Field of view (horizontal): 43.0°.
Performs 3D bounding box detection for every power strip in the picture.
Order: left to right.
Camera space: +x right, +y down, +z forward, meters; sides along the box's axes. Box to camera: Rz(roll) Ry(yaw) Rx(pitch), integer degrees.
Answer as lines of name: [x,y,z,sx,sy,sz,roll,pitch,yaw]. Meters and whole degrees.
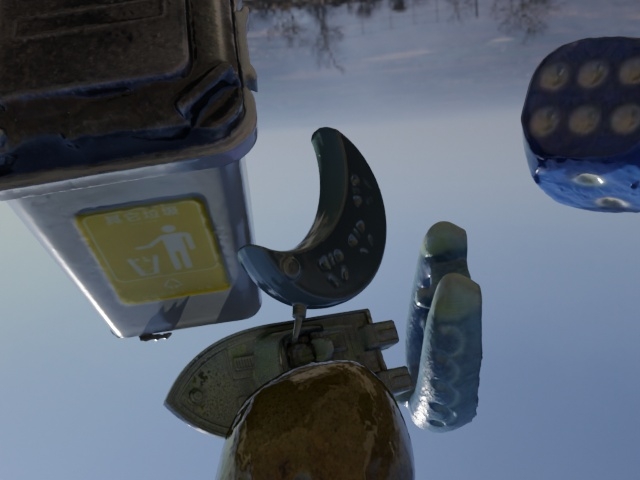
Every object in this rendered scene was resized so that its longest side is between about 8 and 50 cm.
power strip: [0.000,0.000,0.793,0.044,0.137,0.216,-16,-143,44]

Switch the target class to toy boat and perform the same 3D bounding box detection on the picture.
toy boat: [-0.038,0.168,0.982,0.319,0.141,0.092,-6,162,-32]
toy boat: [0.160,0.142,1.192,0.123,0.330,0.215,-3,-141,0]

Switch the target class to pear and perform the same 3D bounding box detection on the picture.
pear: [-0.005,0.230,0.772,0.188,0.228,0.211,15,-174,-3]

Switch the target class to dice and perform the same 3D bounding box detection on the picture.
dice: [0.296,-0.114,0.831,0.143,0.146,0.146,2,162,39]

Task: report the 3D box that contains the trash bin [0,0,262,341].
trash bin: [-0.175,-0.091,0.813,0.255,0.296,0.368,-11,144,-1]
